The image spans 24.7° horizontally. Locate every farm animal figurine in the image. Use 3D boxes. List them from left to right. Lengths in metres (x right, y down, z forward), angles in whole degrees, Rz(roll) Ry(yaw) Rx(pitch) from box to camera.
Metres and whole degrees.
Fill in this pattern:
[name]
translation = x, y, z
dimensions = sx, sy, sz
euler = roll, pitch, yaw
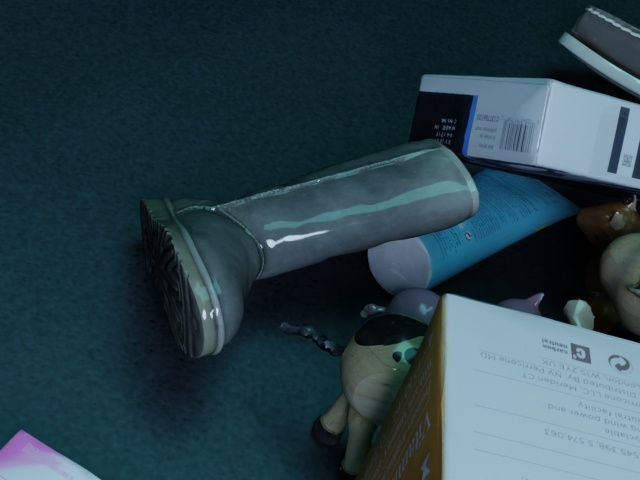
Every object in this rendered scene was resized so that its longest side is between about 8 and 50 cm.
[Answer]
[farm animal figurine]
translation = 0.195, 0.088, 0.887
dimensions = 0.330, 0.172, 0.327
euler = -24, 58, -41

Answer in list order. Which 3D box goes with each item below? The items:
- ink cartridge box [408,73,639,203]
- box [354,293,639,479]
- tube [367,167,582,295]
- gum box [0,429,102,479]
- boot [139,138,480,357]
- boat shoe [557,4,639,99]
[ink cartridge box]
translation = 0.246, -0.058, 1.075
dimensions = 0.333, 0.065, 0.165
euler = 9, 2, -27
[box]
translation = 0.095, 0.229, 0.650
dimensions = 0.168, 0.215, 0.345
euler = 15, 39, -8
[tube]
translation = 0.114, -0.016, 1.069
dimensions = 0.080, 0.052, 0.207
euler = 41, 38, 19
[gum box]
translation = -0.115, 0.185, 0.720
dimensions = 0.188, 0.062, 0.107
euler = 30, 40, 9
[boot]
translation = 0.000, -0.002, 0.917
dimensions = 0.208, 0.076, 0.189
euler = -6, 28, -13
[boat shoe]
translation = 0.365, -0.132, 1.250
dimensions = 0.324, 0.097, 0.116
euler = 26, 17, 3
